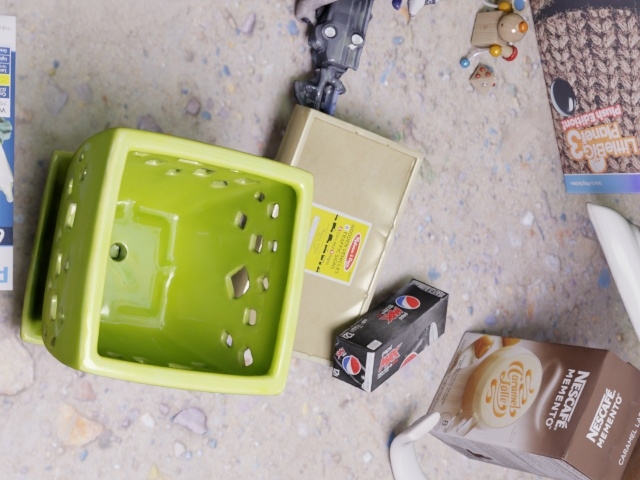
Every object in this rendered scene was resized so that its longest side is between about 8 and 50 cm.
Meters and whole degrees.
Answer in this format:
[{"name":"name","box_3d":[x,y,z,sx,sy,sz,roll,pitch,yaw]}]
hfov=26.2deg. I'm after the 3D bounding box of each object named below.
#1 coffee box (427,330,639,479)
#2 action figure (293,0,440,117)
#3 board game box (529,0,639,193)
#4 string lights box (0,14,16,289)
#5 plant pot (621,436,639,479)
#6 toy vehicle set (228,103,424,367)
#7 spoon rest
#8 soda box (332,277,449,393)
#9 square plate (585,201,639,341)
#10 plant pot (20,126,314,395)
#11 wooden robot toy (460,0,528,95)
[{"name":"coffee box","box_3d":[0.253,0.196,1.616,0.098,0.246,0.141,36,71,-30]},{"name":"action figure","box_3d":[0.012,-0.298,1.485,0.330,0.178,0.341,7,86,-26]},{"name":"board game box","box_3d":[0.409,-0.214,1.723,0.141,0.232,0.291,-20,102,-32]},{"name":"string lights box","box_3d":[-0.360,-0.083,1.284,0.133,0.077,0.259,-1,92,-36]},{"name":"plant pot","box_3d":[0.427,0.344,1.802,0.165,0.167,0.167,-50,117,-31]},{"name":"toy vehicle set","box_3d":[0.000,0.000,1.532,0.166,0.035,0.266,20,91,-34]},{"name":"spoon rest","box_3d":[0.160,0.337,1.639,0.137,0.084,0.276,-31,99,-36]},{"name":"soda box","box_3d":[0.082,0.108,1.575,0.169,0.053,0.060,-32,135,-47]},{"name":"square plate","box_3d":[0.416,0.112,1.662,0.344,0.049,0.347,67,14,7]},{"name":"plant pot","box_3d":[-0.163,0.022,1.346,0.227,0.207,0.228,12,85,-34]},{"name":"wooden robot toy","box_3d":[0.233,-0.265,1.692,0.076,0.079,0.173,15,83,-34]}]
